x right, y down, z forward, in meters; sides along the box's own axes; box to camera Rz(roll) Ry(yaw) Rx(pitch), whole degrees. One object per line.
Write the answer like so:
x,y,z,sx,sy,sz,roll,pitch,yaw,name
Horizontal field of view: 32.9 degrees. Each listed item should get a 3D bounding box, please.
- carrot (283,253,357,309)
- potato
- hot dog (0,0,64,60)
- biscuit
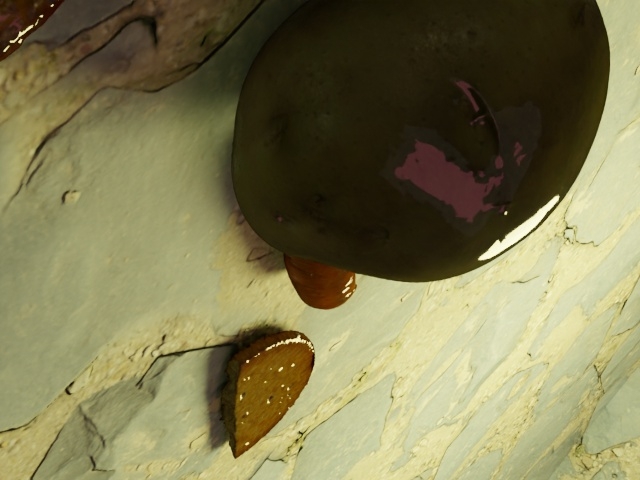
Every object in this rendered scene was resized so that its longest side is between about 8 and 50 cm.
0.000,0.000,1.006,0.087,0.087,0.193,-35,154,-24,carrot
0.090,-0.100,0.835,0.326,0.221,0.243,-29,105,-34,potato
-0.205,-0.144,0.460,0.259,0.114,0.175,-26,146,-38,hot dog
-0.058,0.158,1.195,0.126,0.025,0.206,-32,151,-28,biscuit
